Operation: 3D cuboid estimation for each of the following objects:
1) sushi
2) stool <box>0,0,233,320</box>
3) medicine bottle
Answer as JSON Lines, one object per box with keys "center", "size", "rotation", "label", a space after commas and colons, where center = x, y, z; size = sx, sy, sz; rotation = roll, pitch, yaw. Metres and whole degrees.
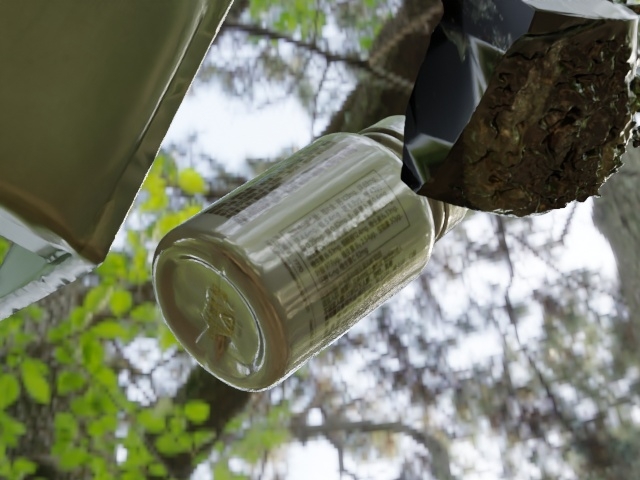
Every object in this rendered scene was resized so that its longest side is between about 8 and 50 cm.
{"center": [0.080, -0.051, 0.533], "size": [0.085, 0.056, 0.083], "rotation": [3, -63, -33], "label": "sushi"}
{"center": [-0.209, -0.097, 0.728], "size": [0.244, 0.170, 0.270], "rotation": [30, -20, -16], "label": "stool"}
{"center": [0.000, 0.000, 0.659], "size": [0.079, 0.140, 0.079], "rotation": [28, -44, 31], "label": "medicine bottle"}
